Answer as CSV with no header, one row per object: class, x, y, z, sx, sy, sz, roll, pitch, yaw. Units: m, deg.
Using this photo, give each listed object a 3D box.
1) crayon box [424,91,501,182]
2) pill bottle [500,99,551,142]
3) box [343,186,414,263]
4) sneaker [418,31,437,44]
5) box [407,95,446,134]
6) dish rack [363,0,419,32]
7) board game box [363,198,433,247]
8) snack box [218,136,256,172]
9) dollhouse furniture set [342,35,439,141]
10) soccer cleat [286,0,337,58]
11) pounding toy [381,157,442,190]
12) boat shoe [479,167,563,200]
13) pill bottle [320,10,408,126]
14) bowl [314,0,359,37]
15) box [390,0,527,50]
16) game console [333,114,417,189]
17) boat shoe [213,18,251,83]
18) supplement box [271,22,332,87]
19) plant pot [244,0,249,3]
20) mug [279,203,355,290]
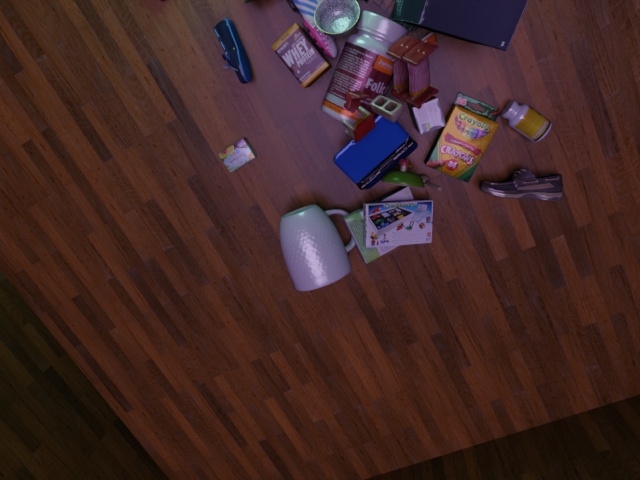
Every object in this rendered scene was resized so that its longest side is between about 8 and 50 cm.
crayon box,0.595,-0.428,1.860,0.202,0.081,0.319,21,111,-2
pill bottle,0.829,-0.486,1.801,0.184,0.103,0.103,32,111,-7
box,0.291,-0.074,1.992,0.321,0.058,0.233,-28,107,-5
sneaker,0.382,-0.754,1.767,0.175,0.064,0.067,-28,116,18
box,0.421,-0.506,1.781,0.103,0.203,0.114,-19,108,12
dish rack,0.311,-0.945,1.697,0.271,0.074,0.208,33,112,-9
board game box,0.338,-0.076,1.942,0.304,0.053,0.193,-4,104,-11
snack box,-0.372,-0.382,1.997,0.141,0.037,0.100,-28,107,15
dollhouse furniture set,0.249,-0.531,1.603,0.374,0.152,0.201,-43,147,-13
soccer cleat,-0.009,-0.877,1.728,0.143,0.116,0.331,-34,104,16
pounding toy,0.379,-0.284,1.872,0.236,0.183,0.110,5,102,-14
boat shoe,0.852,-0.245,1.893,0.354,0.132,0.131,3,102,-5
pill bottle,0.172,-0.655,1.738,0.223,0.224,0.393,22,112,-3
bowl,0.067,-0.823,1.668,0.169,0.080,0.170,-2,78,10
box,0.469,-0.811,1.552,0.342,0.313,0.179,8,118,-16
game console,0.234,-0.367,1.855,0.293,0.250,0.173,-40,84,18
boat shoe,-0.359,-0.765,1.828,0.088,0.109,0.259,-17,92,19
supplement box,-0.068,-0.723,1.753,0.129,0.191,0.194,-37,103,17
plant pot,-0.180,-1.057,1.621,0.293,0.275,0.275,-20,109,-5
mug,0.000,0.000,2.008,0.373,0.276,0.329,-24,101,-17
